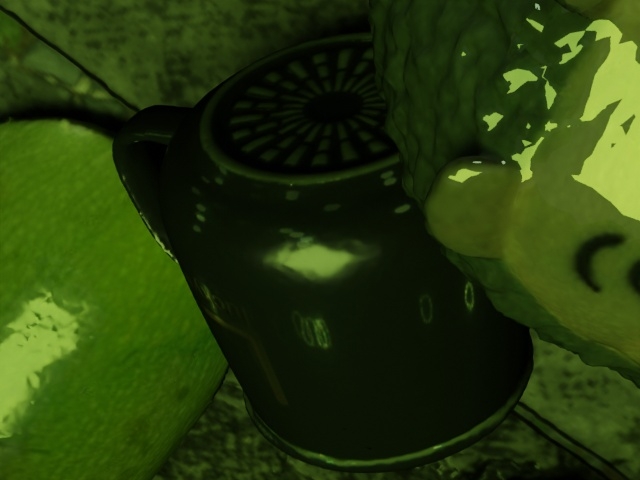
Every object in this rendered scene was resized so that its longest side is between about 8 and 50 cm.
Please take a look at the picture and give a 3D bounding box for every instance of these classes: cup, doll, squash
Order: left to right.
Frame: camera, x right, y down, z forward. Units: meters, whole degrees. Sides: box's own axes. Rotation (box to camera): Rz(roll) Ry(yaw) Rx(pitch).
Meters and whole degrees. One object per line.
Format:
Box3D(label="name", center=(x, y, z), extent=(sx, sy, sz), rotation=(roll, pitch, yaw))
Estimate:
Box3D(label="squash", center=(-0.180, 0.058, 0.914), extent=(0.233, 0.210, 0.309), rotation=(37, 101, -3))
Box3D(label="cup", center=(0.000, 0.000, 0.741), extent=(0.223, 0.169, 0.177), rotation=(15, 137, 34))
Box3D(label="doll", center=(0.179, -0.028, 0.535), extent=(0.349, 0.247, 0.247), rotation=(20, 134, -26))
